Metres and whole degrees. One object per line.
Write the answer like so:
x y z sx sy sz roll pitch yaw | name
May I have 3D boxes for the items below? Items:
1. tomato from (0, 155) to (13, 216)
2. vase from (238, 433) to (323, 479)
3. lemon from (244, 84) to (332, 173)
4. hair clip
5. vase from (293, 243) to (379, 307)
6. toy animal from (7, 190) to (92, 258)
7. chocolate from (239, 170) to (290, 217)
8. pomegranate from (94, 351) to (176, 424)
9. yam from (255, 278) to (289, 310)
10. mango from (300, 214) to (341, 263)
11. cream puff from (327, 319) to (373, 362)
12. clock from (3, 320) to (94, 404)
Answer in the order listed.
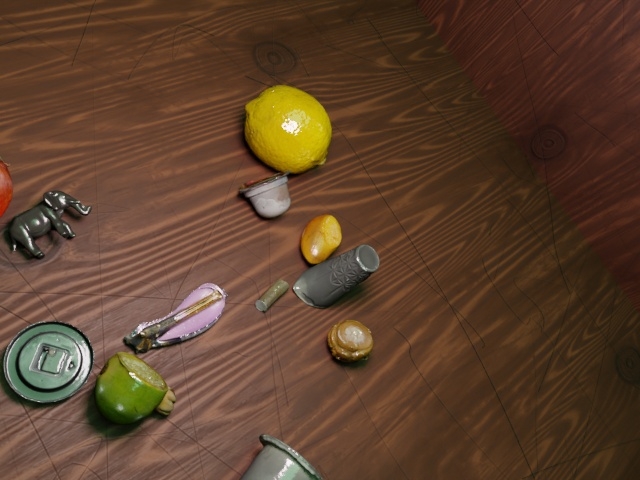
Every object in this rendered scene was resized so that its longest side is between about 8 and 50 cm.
-0.989 -0.155 1.531 0.289 0.325 0.293 -41 99 -11 | tomato
-0.158 0.733 1.598 0.245 0.245 0.291 43 62 -3 | vase
-0.121 -0.414 2.153 0.335 0.336 0.336 13 60 -23 | lemon
-0.429 0.245 1.793 0.110 0.096 0.358 29 36 31 | hair clip
0.081 0.117 2.002 0.250 0.300 0.156 3 64 -38 | vase
-0.802 -0.057 1.704 0.146 0.114 0.245 50 53 2 | toy animal
-0.182 -0.158 2.087 0.221 0.221 0.147 -32 111 -37 | chocolate
-0.524 0.422 1.598 0.189 0.241 0.159 36 87 18 | pomegranate
-0.165 0.185 1.970 0.054 0.054 0.132 46 54 -1 | yam
-0.004 0.003 2.123 0.141 0.102 0.217 37 49 -20 | mango
0.100 0.354 1.989 0.165 0.115 0.150 36 46 3 | cream puff
-0.742 0.333 1.578 0.225 0.049 0.226 13 61 -24 | clock
